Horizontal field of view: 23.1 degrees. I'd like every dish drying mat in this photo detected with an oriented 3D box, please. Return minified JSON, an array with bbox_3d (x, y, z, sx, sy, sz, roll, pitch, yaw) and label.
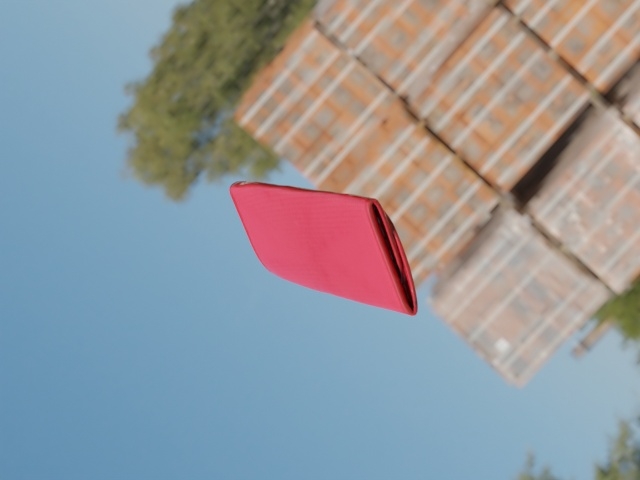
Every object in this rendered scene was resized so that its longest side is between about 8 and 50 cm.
[{"bbox_3d":[0.000,0.000,0.413,0.083,0.008,0.032,10,124,63],"label":"dish drying mat"}]
